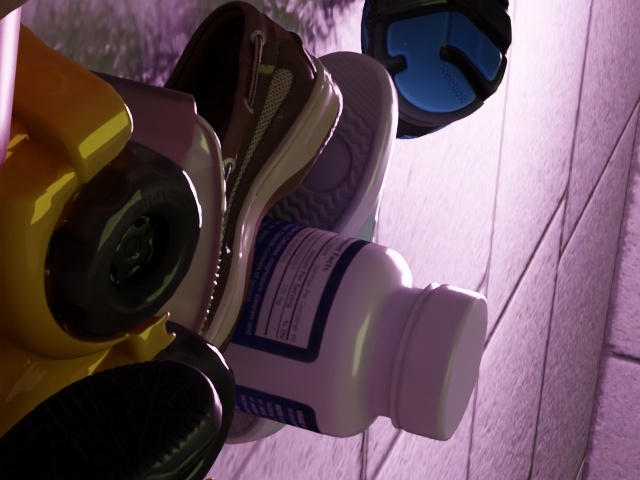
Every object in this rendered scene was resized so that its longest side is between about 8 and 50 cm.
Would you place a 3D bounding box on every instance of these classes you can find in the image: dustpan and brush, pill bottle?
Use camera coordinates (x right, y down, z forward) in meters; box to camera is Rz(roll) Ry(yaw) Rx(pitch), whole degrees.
[{"bbox_3d":[-0.089,0.036,0.716,0.060,0.147,0.211,12,94,-34],"label":"dustpan and brush"},{"bbox_3d":[-0.007,0.049,0.901,0.112,0.187,0.112,14,90,-73],"label":"pill bottle"}]

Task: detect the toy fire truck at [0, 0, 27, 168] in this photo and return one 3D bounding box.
[{"bbox_3d":[-0.120,-0.059,0.367,0.217,0.246,0.158,-32,134,-66],"label":"toy fire truck"}]

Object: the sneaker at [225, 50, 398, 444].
[{"bbox_3d":[-0.001,0.000,1.036,0.151,0.094,0.255,-8,121,-65],"label":"sneaker"}]

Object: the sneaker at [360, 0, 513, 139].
[{"bbox_3d":[0.086,-0.236,1.151,0.139,0.125,0.340,142,-35,-74],"label":"sneaker"}]

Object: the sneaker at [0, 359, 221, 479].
[{"bbox_3d":[-0.097,0.114,0.531,0.170,0.051,0.089,-35,138,-12],"label":"sneaker"}]

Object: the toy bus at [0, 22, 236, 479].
[{"bbox_3d":[-0.154,0.053,0.566,0.211,0.149,0.220,-42,145,-33],"label":"toy bus"}]

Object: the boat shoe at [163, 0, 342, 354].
[{"bbox_3d":[-0.083,-0.014,0.818,0.095,0.095,0.257,51,52,-39],"label":"boat shoe"}]
